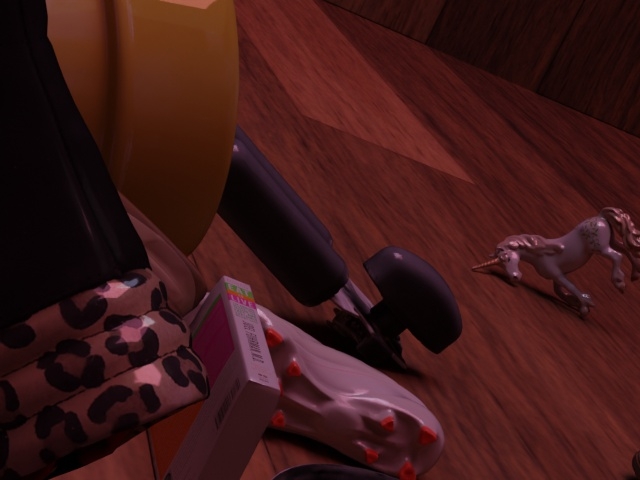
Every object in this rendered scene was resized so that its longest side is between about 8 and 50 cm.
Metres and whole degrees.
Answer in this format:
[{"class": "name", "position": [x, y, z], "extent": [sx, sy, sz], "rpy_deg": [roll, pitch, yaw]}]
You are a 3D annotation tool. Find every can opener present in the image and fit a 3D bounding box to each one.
[{"class": "can opener", "position": [0.000, 0.000, 1.163], "extent": [0.280, 0.093, 0.074], "rpy_deg": [44, 10, -40]}]

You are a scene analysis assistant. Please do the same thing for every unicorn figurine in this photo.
[{"class": "unicorn figurine", "position": [0.250, 0.021, 1.624], "extent": [0.111, 0.162, 0.060], "rpy_deg": [53, 9, -4]}]

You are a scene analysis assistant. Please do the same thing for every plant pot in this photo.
[{"class": "plant pot", "position": [-0.210, -0.104, 1.039], "extent": [0.239, 0.254, 0.254], "rpy_deg": [-1, 27, -27]}]

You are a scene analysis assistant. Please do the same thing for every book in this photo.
[{"class": "book", "position": [-0.059, 0.087, 0.878], "extent": [0.035, 0.096, 0.144], "rpy_deg": [22, 16, -16]}]

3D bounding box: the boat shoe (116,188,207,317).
[{"class": "boat shoe", "position": [-0.194, -0.034, 0.883], "extent": [0.302, 0.098, 0.109], "rpy_deg": [46, -14, -26]}]

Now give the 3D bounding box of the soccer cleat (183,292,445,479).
[{"class": "soccer cleat", "position": [-0.010, 0.091, 1.021], "extent": [0.196, 0.068, 0.076], "rpy_deg": [30, 9, -13]}]

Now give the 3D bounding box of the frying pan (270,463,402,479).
[{"class": "frying pan", "position": [0.064, 0.207, 0.771], "extent": [0.197, 0.053, 0.326], "rpy_deg": [21, 18, -18]}]

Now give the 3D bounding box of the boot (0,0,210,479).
[{"class": "boot", "position": [-0.219, -0.001, 0.722], "extent": [0.138, 0.377, 0.284], "rpy_deg": [-20, 83, -53]}]

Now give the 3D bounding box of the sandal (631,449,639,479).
[{"class": "sandal", "position": [0.313, 0.204, 1.196], "extent": [0.180, 0.049, 0.072], "rpy_deg": [37, 18, 35]}]
